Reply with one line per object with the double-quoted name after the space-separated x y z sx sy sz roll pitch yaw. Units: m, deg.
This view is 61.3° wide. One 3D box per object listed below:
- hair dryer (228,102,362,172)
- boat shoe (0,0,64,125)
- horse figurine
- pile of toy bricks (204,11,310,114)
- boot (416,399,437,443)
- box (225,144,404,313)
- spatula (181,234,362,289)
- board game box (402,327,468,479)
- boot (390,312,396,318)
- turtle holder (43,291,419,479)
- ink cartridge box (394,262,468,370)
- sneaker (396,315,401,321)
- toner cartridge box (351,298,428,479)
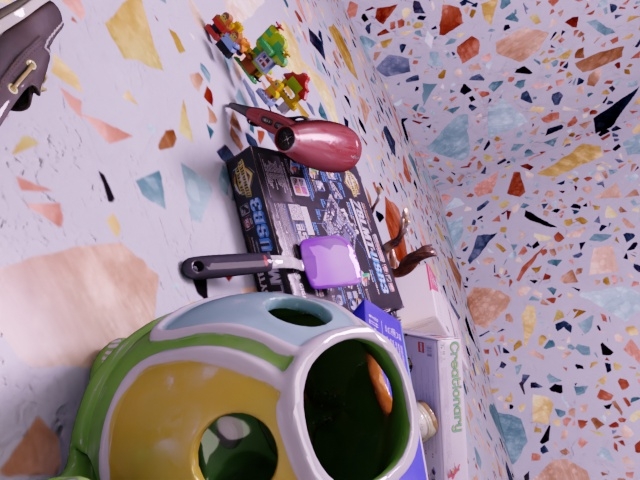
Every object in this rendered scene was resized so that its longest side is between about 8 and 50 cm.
-0.044 -0.163 0.869 0.293 0.223 0.080 -119 -141 -74 "hair dryer"
-0.268 -0.131 0.437 0.069 0.081 0.228 58 29 -37 "boat shoe"
0.107 -0.007 1.071 0.066 0.175 0.263 -3 34 -39 "horse figurine"
-0.101 -0.342 0.971 0.212 0.105 0.118 53 16 7 "pile of toy bricks"
0.076 0.344 0.857 0.165 0.213 0.077 -12 53 -33 "boot"
0.000 0.000 0.916 0.293 0.073 0.296 0 70 -53 "box"
-0.057 0.031 0.747 0.296 0.030 0.084 1 68 -45 "spatula"
0.170 0.310 0.924 0.193 0.053 0.306 172 -84 -67 "board game box"
0.110 0.283 1.075 0.264 0.096 0.281 34 47 -70 "boot"
-0.072 0.145 0.428 0.320 0.227 0.244 25 54 -38 "turtle holder"
0.324 0.239 1.588 0.283 0.117 0.207 54 24 -37 "ink cartridge box"
0.129 0.117 1.257 0.189 0.071 0.066 67 20 -8 "sneaker"
0.041 0.230 0.687 0.075 0.165 0.348 32 21 -9 "toner cartridge box"
